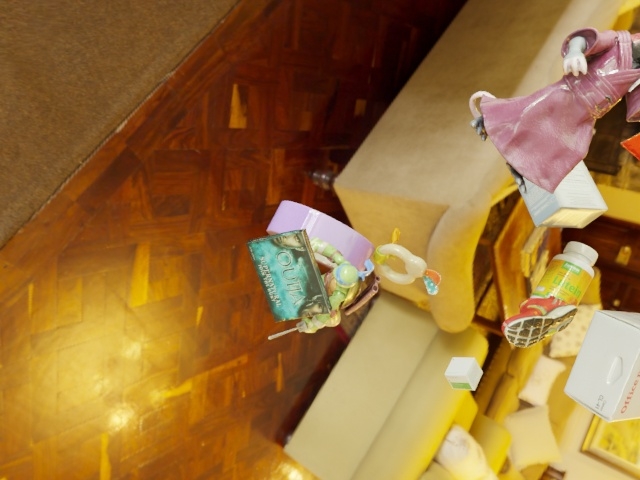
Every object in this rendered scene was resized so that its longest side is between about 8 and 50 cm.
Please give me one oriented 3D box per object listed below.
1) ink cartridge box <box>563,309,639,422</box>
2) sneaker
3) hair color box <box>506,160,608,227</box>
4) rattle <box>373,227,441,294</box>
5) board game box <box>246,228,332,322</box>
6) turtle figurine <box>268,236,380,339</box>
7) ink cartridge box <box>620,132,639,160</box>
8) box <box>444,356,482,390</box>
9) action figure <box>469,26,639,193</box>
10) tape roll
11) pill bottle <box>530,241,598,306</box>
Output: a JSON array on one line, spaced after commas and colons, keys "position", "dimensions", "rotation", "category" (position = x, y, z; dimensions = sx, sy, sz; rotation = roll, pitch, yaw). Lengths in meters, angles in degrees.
[{"position": [0.753, 0.291, 1.225], "dimensions": [0.307, 0.131, 0.226], "rotation": [9, 102, -30], "category": "ink cartridge box"}, {"position": [0.609, 0.223, 1.491], "dimensions": [0.279, 0.118, 0.107], "rotation": [-8, 123, -31], "category": "sneaker"}, {"position": [0.696, -0.223, 1.588], "dimensions": [0.186, 0.374, 0.113], "rotation": [1, 149, -22], "category": "hair color box"}, {"position": [0.254, 0.052, 1.381], "dimensions": [0.143, 0.200, 0.130], "rotation": [-29, 121, -48], "category": "rattle"}, {"position": [-0.062, 0.073, 1.050], "dimensions": [0.026, 0.126, 0.186], "rotation": [-60, 135, -63], "category": "board game box"}, {"position": [-0.017, 0.105, 1.188], "dimensions": [0.275, 0.197, 0.266], "rotation": [-24, 161, -8], "category": "turtle figurine"}, {"position": [0.762, -0.156, 0.971], "dimensions": [0.275, 0.239, 0.060], "rotation": [31, 53, -17], "category": "ink cartridge box"}, {"position": [0.567, 0.526, 2.046], "dimensions": [0.102, 0.101, 0.087], "rotation": [-47, 114, -39], "category": "box"}, {"position": [0.484, -0.257, 0.934], "dimensions": [0.248, 0.370, 0.275], "rotation": [42, 27, -15], "category": "action figure"}, {"position": [0.000, 0.000, 1.351], "dimensions": [0.090, 0.275, 0.275], "rotation": [-62, 145, -8], "category": "tape roll"}, {"position": [0.811, 0.131, 1.711], "dimensions": [0.245, 0.136, 0.136], "rotation": [-57, 144, -9], "category": "pill bottle"}]
